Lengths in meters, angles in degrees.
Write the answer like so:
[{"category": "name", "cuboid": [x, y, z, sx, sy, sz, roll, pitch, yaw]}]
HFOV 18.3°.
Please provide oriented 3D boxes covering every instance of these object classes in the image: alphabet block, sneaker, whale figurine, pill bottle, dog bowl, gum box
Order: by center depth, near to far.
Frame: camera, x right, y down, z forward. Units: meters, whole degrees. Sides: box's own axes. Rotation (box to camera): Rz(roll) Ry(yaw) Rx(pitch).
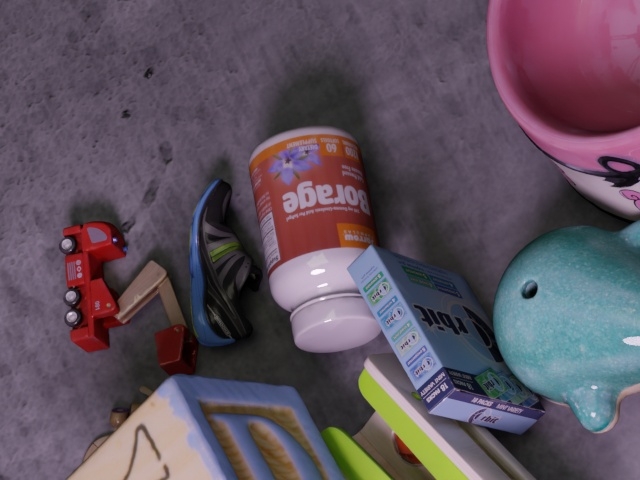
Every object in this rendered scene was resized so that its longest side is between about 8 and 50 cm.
[{"category": "alphabet block", "cuboid": [-0.104, 0.261, 1.869, 0.197, 0.193, 0.192, -44, 57, 25]}, {"category": "whale figurine", "cuboid": [0.276, 0.073, 1.879, 0.272, 0.141, 0.216, 10, 78, 50]}, {"category": "dog bowl", "cuboid": [0.333, -0.225, 1.924, 0.408, 0.150, 0.408, -19, 61, 39]}, {"category": "gum box", "cuboid": [0.123, 0.098, 1.944, 0.041, 0.157, 0.184, -45, 54, 21]}, {"category": "pill bottle", "cuboid": [0.000, 0.000, 2.056, 0.121, 0.121, 0.216, -17, 66, 12]}, {"category": "sneaker", "cuboid": [-0.102, 0.025, 2.122, 0.078, 0.067, 0.188, -2, 66, -4]}]

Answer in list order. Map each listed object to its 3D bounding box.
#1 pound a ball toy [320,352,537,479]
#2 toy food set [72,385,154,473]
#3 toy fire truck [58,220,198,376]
[{"category": "pound a ball toy", "cuboid": [0.093, 0.259, 1.937, 0.319, 0.136, 0.208, 45, 112, 29]}, {"category": "toy food set", "cuboid": [-0.204, 0.214, 2.099, 0.078, 0.019, 0.122, 29, 81, 26]}, {"category": "toy fire truck", "cuboid": [-0.207, 0.061, 2.144, 0.135, 0.047, 0.192, -13, 65, 13]}]
